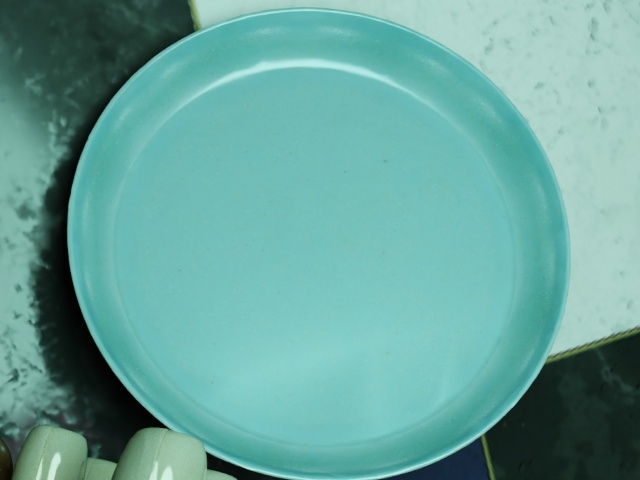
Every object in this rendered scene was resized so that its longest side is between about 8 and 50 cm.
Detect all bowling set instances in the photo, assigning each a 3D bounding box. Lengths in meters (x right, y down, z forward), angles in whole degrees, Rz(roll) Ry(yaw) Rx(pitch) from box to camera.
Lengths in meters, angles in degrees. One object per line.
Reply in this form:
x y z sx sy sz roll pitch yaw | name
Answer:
-0.142 0.198 0.798 0.200 0.287 0.154 7 71 15 | bowling set

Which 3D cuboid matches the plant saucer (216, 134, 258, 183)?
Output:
-0.035 -0.030 0.939 0.083 0.015 0.083 3 85 -28 | plant saucer

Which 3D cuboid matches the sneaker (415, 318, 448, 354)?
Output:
0.087 0.043 0.973 0.170 0.075 0.063 -35 130 -46 | sneaker

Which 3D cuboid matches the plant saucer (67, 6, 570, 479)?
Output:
0.000 0.000 0.883 0.318 0.043 0.317 3 69 -8 | plant saucer
